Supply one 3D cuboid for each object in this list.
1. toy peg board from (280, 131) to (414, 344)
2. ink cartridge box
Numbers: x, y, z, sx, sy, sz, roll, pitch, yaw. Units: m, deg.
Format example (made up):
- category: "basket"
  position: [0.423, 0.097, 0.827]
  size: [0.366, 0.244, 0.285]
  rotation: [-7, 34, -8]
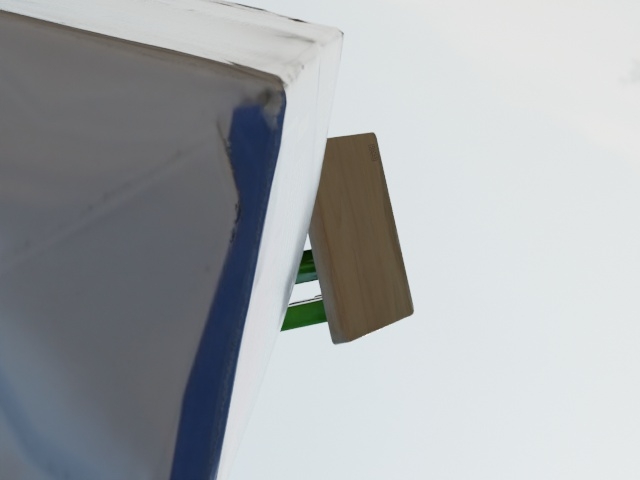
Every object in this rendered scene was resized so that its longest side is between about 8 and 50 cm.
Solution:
- category: "toy peg board"
  position: [0.000, 0.000, 1.454]
  size: [0.160, 0.079, 0.161]
  rotation: [-16, -86, -67]
- category: "ink cartridge box"
  position: [-0.136, -0.030, 0.607]
  size: [0.270, 0.151, 0.395]
  rotation: [14, -169, 1]
